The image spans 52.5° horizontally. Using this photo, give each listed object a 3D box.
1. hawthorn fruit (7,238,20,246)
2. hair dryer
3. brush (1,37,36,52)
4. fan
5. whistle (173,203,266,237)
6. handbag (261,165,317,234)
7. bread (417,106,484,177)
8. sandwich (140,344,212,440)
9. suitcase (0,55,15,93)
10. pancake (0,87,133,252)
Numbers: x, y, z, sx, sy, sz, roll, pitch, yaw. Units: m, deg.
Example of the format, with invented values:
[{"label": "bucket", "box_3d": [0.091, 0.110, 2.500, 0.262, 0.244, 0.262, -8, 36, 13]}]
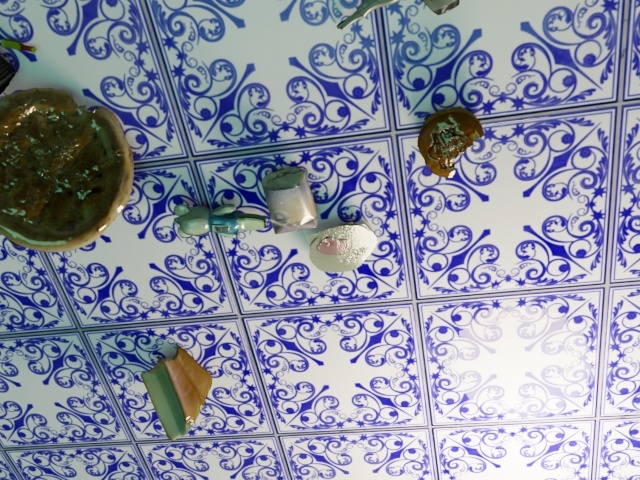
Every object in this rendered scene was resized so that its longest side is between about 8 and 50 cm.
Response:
[{"label": "hawthorn fruit", "box_3d": [-0.687, -0.104, 1.591, 0.205, 0.205, 0.253, 33, 108, -15]}, {"label": "hair dryer", "box_3d": [0.135, -0.553, 1.290, 0.266, 0.092, 0.229, -3, 115, 19]}, {"label": "brush", "box_3d": [-0.678, -0.441, 1.468, 0.083, 0.021, 0.019, 13, 122, 4]}, {"label": "fan", "box_3d": [0.000, 0.001, 1.631, 0.310, 0.010, 0.182, 20, 124, -30]}, {"label": "whistle", "box_3d": [-0.254, -0.052, 1.649, 0.235, 0.077, 0.114, 0, 132, -1]}, {"label": "handbag", "box_3d": [-0.076, -0.105, 1.587, 0.117, 0.095, 0.173, -10, 129, 4]}, {"label": "bread", "box_3d": [0.282, -0.230, 1.465, 0.125, 0.086, 0.156, 28, 120, -10]}, {"label": "sandwich", "box_3d": [-0.431, 0.435, 1.890, 0.108, 0.220, 0.186, -31, 115, 24]}, {"label": "suitcase", "box_3d": [-0.841, -0.328, 1.368, 0.152, 0.335, 0.229, -26, 118, 38]}, {"label": "pancake", "box_3d": [-0.617, -0.173, 1.488, 0.381, 0.071, 0.383, 2, 85, -19]}]
